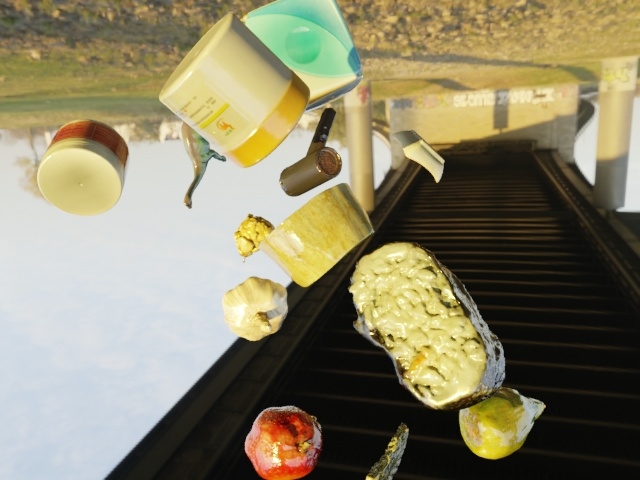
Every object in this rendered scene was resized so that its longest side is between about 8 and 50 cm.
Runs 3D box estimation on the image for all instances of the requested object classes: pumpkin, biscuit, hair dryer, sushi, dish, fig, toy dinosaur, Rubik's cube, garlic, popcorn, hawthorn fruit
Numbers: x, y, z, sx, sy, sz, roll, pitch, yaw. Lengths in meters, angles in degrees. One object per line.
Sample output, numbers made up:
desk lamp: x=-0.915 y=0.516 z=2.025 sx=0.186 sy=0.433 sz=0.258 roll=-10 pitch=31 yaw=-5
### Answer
pumpkin: x=0.000 y=0.000 z=1.557 sx=0.332 sy=0.199 sz=0.332 roll=-32 pitch=174 yaw=-4
biscuit: x=0.215 y=0.736 z=1.670 sx=0.036 sy=0.187 sz=0.273 roll=19 pitch=-145 yaw=27
hair dryer: x=-0.008 y=-0.253 z=1.393 sx=0.089 sy=0.251 sz=0.197 roll=25 pitch=159 yaw=-25
sushi: x=0.203 y=0.162 z=1.003 sx=0.350 sy=0.211 sz=0.171 roll=53 pitch=-167 yaw=26
dish: x=0.364 y=-0.317 z=1.855 sx=0.212 sy=0.077 sz=0.151 roll=30 pitch=-156 yaw=-39
fig: x=0.431 y=0.429 z=1.263 sx=0.167 sy=0.167 sz=0.234 roll=8 pitch=-166 yaw=37
toy dinosaur: x=-0.483 y=-0.352 z=1.924 sx=0.130 sy=0.383 sz=0.330 roll=-4 pitch=-150 yaw=18
Rubik's cube: x=-0.074 y=-0.657 z=1.865 sx=0.348 sy=0.351 sz=0.352 roll=-23 pitch=-175 yaw=-4
garlic: x=-0.163 y=0.211 z=1.454 sx=0.199 sy=0.199 sz=0.226 roll=-10 pitch=-161 yaw=-20
popcorn: x=-0.243 y=-0.029 z=1.914 sx=0.163 sy=0.140 sz=0.194 roll=-40 pitch=-176 yaw=31
hawthorn fruit: x=-0.090 y=0.562 z=1.425 sx=0.205 sy=0.205 sz=0.253 roll=-14 pitch=178 yaw=-31

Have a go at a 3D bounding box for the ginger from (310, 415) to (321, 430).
ginger: x=-0.033 y=0.739 z=1.895 sx=0.081 sy=0.205 sz=0.115 roll=27 pitch=140 yaw=-32

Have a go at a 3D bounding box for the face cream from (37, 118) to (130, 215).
face cream: x=-0.616 y=-0.194 z=1.360 sx=0.201 sy=0.201 sz=0.187 roll=-7 pitch=-142 yaw=-8

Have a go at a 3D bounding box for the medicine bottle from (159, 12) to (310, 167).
medicine bottle: x=-0.181 y=-0.313 z=1.099 sx=0.238 sy=0.232 sz=0.237 roll=-37 pitch=-150 yaw=26
